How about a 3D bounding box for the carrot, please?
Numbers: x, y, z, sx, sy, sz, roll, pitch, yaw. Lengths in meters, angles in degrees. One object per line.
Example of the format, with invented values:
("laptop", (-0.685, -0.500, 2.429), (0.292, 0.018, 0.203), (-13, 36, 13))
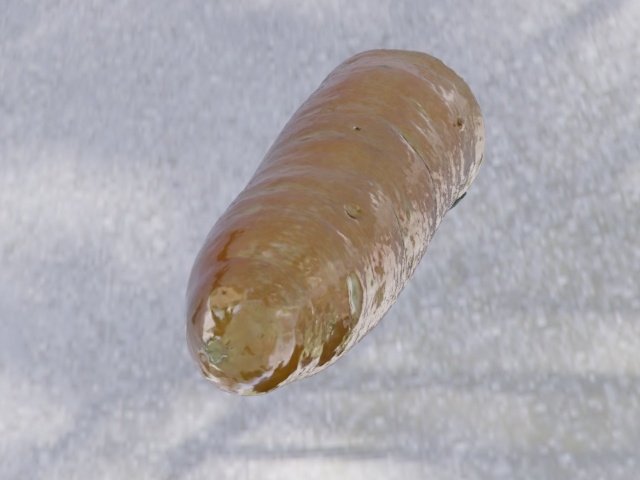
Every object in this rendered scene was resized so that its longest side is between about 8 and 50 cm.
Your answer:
("carrot", (0.000, 0.000, 0.424), (0.048, 0.139, 0.048), (7, 115, 15))
